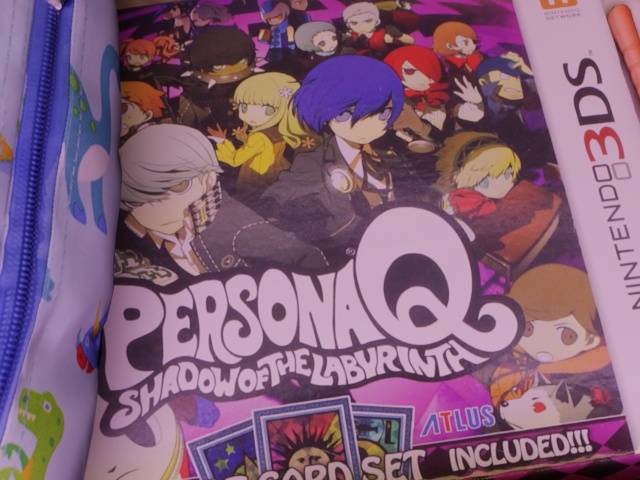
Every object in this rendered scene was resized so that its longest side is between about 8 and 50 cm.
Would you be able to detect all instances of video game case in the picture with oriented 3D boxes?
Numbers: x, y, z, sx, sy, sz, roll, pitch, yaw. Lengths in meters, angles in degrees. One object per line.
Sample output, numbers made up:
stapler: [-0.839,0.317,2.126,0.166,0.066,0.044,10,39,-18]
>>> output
video game case: [0.000,0.000,0.520,0.232,0.042,0.210,-8,56,-1]

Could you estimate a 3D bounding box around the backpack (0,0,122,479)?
backpack: [-0.191,-0.006,0.418,0.290,0.273,0.355,-15,69,16]

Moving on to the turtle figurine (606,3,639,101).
turtle figurine: [0.227,-0.151,0.557,0.217,0.087,0.269,8,77,5]
